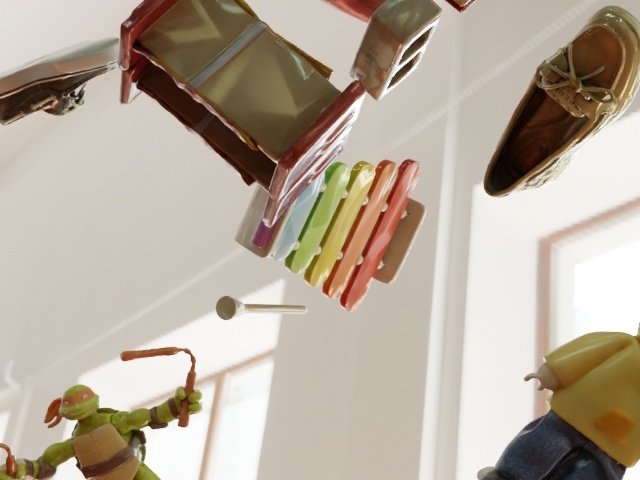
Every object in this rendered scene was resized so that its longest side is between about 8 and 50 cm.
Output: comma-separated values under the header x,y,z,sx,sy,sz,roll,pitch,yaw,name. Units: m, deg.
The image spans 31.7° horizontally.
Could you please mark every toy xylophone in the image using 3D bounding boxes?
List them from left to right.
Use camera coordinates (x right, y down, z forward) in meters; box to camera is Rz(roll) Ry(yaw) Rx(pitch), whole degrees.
x,y,z,sx,sy,sz,roll,pitch,yaw,name
0.000,0.000,1.338,0.081,0.236,0.323,28,15,31,toy xylophone

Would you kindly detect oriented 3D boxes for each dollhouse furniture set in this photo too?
x,y,z,sx,sy,sz,roll,pitch,yaw,name
0.008,-0.219,1.072,0.201,0.374,0.152,42,-19,6,dollhouse furniture set

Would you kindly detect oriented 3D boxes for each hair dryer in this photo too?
x,y,z,sx,sy,sz,roll,pitch,yaw,name
0.025,-0.366,1.606,0.294,0.223,0.080,22,-70,-41,hair dryer

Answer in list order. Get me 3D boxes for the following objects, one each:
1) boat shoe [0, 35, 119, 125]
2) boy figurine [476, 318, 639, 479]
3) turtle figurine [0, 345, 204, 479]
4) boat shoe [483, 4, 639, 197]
x,y,z,sx,sy,sz,roll,pitch,yaw,name
-0.315,-0.190,1.359,0.219,0.078,0.070,-11,-66,32,boat shoe
0.284,0.162,1.054,0.177,0.285,0.092,45,7,5,boy figurine
-0.220,0.232,1.131,0.270,0.217,0.087,-25,10,-5,turtle figurine
0.288,-0.152,1.344,0.104,0.089,0.285,45,-42,19,boat shoe
